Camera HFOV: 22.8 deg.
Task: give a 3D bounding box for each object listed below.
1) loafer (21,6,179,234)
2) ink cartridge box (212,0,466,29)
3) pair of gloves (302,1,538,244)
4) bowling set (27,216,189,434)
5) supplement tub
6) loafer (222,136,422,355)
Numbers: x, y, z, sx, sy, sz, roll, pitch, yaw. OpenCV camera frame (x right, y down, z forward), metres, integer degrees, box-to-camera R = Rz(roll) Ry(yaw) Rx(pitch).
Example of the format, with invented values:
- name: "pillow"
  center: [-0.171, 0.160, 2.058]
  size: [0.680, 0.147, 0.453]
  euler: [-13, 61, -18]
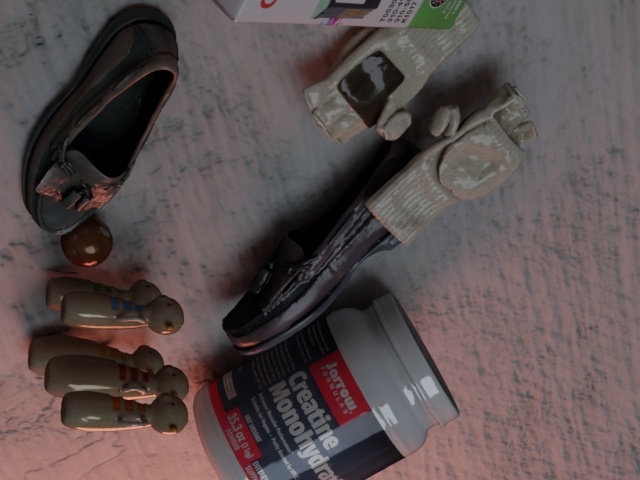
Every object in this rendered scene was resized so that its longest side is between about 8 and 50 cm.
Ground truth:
- name: "loafer"
  center: [-0.215, -0.099, 1.536]
  size: [0.096, 0.084, 0.267]
  euler: [10, 127, -34]
- name: "ink cartridge box"
  center: [0.035, -0.298, 1.392]
  size: [0.278, 0.117, 0.201]
  euler: [-6, 136, -43]
- name: "pair of gloves"
  center: [0.111, -0.126, 1.642]
  size: [0.204, 0.042, 0.240]
  euler: [-35, 121, 0]
- name: "bowling set"
  center: [-0.201, 0.083, 1.653]
  size: [0.154, 0.287, 0.200]
  euler: [6, 101, -20]
- name: "supplement tub"
  center: [0.005, 0.198, 1.862]
  size: [0.272, 0.191, 0.191]
  euler: [-30, 138, 4]
- name: "loafer"
  center: [0.000, 0.000, 1.746]
  size: [0.302, 0.109, 0.095]
  euler: [-39, 119, 4]
